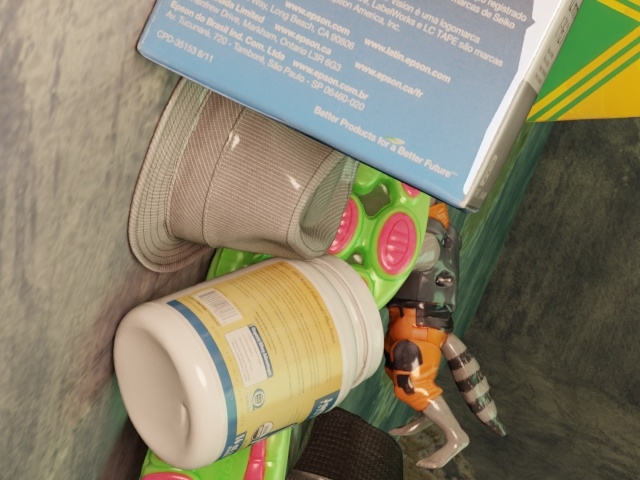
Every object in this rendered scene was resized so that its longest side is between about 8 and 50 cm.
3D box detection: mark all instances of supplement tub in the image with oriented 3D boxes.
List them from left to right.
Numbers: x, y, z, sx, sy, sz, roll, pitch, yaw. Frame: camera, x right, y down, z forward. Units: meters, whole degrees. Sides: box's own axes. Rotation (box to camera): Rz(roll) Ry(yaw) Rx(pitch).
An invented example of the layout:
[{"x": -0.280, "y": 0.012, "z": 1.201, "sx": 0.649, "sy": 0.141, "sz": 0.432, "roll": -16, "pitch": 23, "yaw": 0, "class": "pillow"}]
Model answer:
[{"x": -0.060, "y": 0.097, "z": 1.177, "sx": 0.199, "sy": 0.144, "sz": 0.144, "roll": -20, "pitch": 142, "yaw": -35, "class": "supplement tub"}]

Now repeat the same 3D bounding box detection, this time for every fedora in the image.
[{"x": -0.033, "y": -0.064, "z": 1.142, "sx": 0.244, "sy": 0.124, "sz": 0.275, "roll": -67, "pitch": 168, "yaw": 16, "class": "fedora"}, {"x": -0.002, "y": 0.295, "z": 1.629, "sx": 0.334, "sy": 0.334, "sz": 0.153, "roll": 97, "pitch": 15, "yaw": -58, "class": "fedora"}]

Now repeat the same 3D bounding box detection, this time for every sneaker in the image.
[{"x": -0.051, "y": 0.092, "z": 1.384, "sx": 0.483, "sy": 0.185, "sz": 0.202, "roll": -61, "pitch": -174, "yaw": 2, "class": "sneaker"}]

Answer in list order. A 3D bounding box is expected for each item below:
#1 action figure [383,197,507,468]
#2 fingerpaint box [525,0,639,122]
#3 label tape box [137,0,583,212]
[{"x": 0.118, "y": 0.076, "z": 1.657, "sx": 0.341, "sy": 0.178, "sz": 0.330, "roll": -39, "pitch": 123, "yaw": -82, "class": "action figure"}, {"x": 0.294, "y": -0.219, "z": 1.325, "sx": 0.444, "sy": 0.371, "sz": 0.163, "roll": -18, "pitch": 105, "yaw": -51, "class": "fingerpaint box"}, {"x": 0.067, "y": -0.226, "z": 0.921, "sx": 0.348, "sy": 0.249, "sz": 0.115, "roll": -64, "pitch": 168, "yaw": 4, "class": "label tape box"}]
